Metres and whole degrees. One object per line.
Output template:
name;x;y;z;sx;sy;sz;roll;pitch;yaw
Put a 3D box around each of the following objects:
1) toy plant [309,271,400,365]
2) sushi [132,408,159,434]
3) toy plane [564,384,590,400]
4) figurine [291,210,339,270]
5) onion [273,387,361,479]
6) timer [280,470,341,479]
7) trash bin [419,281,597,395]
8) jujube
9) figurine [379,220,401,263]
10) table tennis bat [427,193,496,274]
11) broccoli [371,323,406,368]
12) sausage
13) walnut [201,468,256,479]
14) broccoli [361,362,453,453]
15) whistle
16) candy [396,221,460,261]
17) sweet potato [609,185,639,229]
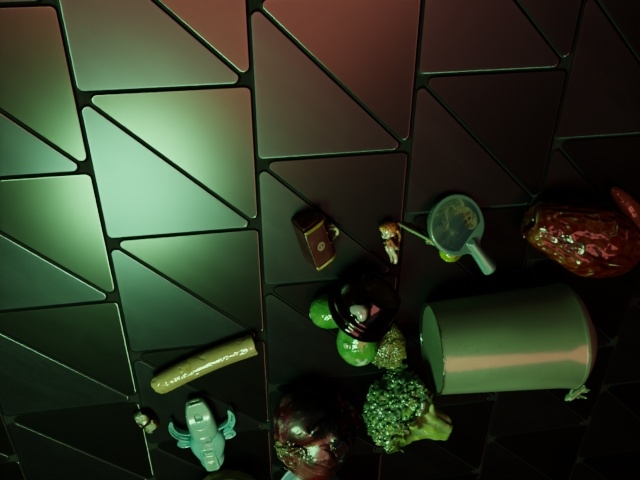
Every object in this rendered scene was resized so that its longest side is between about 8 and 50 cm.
toy plant;0.091;0.196;1.680;0.218;0.175;0.235;42;127;-1
sushi;-0.481;0.498;1.853;0.046;0.044;0.083;-37;127;-12
toy plane;0.804;0.480;2.098;0.083;0.033;0.080;-35;124;21
figurine;0.001;0.001;1.598;0.098;0.082;0.154;-31;126;-14
onion;-0.028;0.528;1.858;0.281;0.221;0.281;-8;105;-31
timer;-0.053;0.845;1.986;0.173;0.395;0.395;17;118;-19
trash bin;0.499;0.263;1.750;0.432;0.280;0.280;-5;124;-4
jujube;0.648;-0.008;1.645;0.290;0.197;0.197;17;119;-4
figurine;0.174;0.003;1.638;0.047;0.064;0.109;-22;113;-25
table tennis bat;0.356;-0.008;1.636;0.149;0.038;0.237;-43;108;-11
broccoli;0.178;0.282;1.794;0.130;0.120;0.131;-31;90;46
sausage;-0.307;0.325;1.753;0.301;0.066;0.065;-24;125;3
walnut;-0.277;0.769;2.011;0.204;0.141;0.238;3;124;1
broccoli;0.251;0.469;1.850;0.246;0.288;0.247;14;91;-21
whistle;-0.326;0.552;1.886;0.186;0.093;0.274;-11;122;-4
candy;0.272;-0.004;1.663;0.194;0.062;0.058;27;113;-15
sweet potato;0.831;-0.047;1.727;0.072;0.066;0.314;-16;132;39
